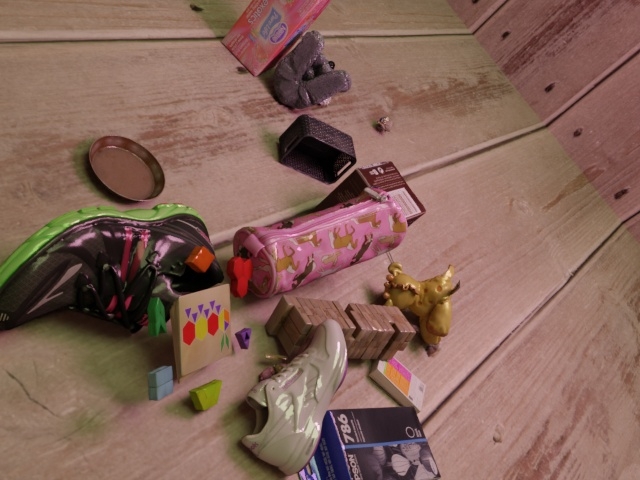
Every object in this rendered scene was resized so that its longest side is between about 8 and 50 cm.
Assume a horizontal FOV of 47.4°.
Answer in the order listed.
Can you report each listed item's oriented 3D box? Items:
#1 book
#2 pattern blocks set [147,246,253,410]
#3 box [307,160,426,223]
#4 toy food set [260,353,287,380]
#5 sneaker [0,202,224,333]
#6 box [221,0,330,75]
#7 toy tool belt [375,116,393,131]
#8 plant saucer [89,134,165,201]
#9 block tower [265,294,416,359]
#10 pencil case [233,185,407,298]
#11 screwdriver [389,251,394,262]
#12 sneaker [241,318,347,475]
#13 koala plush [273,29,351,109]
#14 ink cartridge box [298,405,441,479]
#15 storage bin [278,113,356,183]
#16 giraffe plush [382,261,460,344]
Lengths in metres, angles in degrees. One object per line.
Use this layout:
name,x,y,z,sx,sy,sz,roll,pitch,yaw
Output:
book,0.179,0.319,1.671,0.144,0.035,0.096,43,31,-8
pattern blocks set,-0.207,0.154,1.287,0.325,0.026,0.285,9,82,-68
box,0.115,-0.068,1.820,0.168,0.203,0.167,-19,72,-53
toy food set,-0.086,0.286,1.434,0.078,0.019,0.122,15,55,-38
sneaker,-0.339,0.059,1.236,0.483,0.185,0.202,-18,67,-51
box,-0.114,-0.618,2.015,0.142,0.300,0.154,46,35,-3
toy tool belt,0.200,-0.375,2.336,0.051,0.052,0.083,14,8,-6
plant saucer,-0.399,-0.143,1.496,0.168,0.029,0.168,28,40,-27
block tower,0.050,0.193,1.575,0.335,0.091,0.097,10,31,-38
pencil case,0.000,0.000,1.571,0.386,0.160,0.167,-21,110,-31
screwdriver,0.189,0.031,1.964,0.025,0.024,0.170,-18,70,-22
sneaker,-0.045,0.269,1.358,0.152,0.114,0.305,29,60,-11
koala plush,-0.029,-0.475,2.114,0.196,0.203,0.221,54,13,-7
ink cartridge box,0.091,0.421,1.455,0.333,0.065,0.165,7,52,-42
storage bin,-0.007,-0.239,1.922,0.180,0.122,0.084,21,43,-34
giraffe plush,0.233,0.144,1.802,0.170,0.210,0.181,9,47,-3
